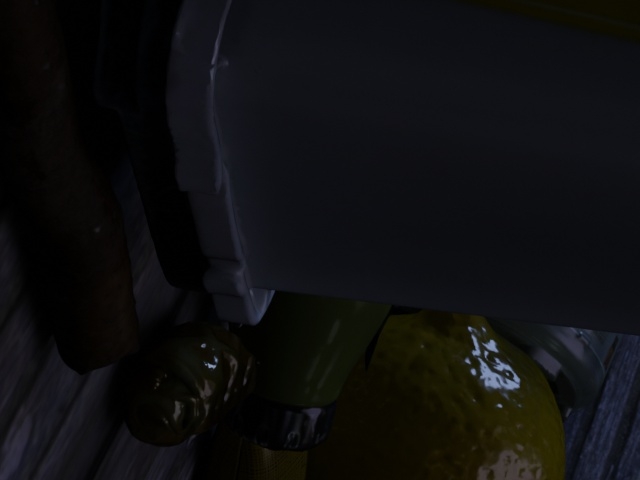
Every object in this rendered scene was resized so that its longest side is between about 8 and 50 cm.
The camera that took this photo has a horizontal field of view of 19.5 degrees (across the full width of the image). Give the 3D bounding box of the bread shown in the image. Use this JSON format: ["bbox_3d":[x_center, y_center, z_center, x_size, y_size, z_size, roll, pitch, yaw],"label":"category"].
[{"bbox_3d":[-0.075,0.078,1.053,0.066,0.060,0.110,-45,176,20],"label":"bread"}]

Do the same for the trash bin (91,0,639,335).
[{"bbox_3d":[0.106,-0.074,0.856,0.296,0.367,0.256,85,19,-61],"label":"trash bin"}]

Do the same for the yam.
[{"bbox_3d":[-0.110,-0.037,0.763,0.327,0.045,0.045,87,2,-58],"label":"yam"}]

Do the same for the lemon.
[{"bbox_3d":[0.073,0.167,1.414,0.253,0.228,0.228,-61,175,30],"label":"lemon"}]

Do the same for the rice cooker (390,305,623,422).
[{"bbox_3d":[0.164,0.013,1.590,0.280,0.241,0.227,40,66,-32],"label":"rice cooker"}]

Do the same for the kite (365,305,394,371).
[{"bbox_3d":[0.047,-0.037,1.282,0.285,0.015,0.152,-98,-157,-63],"label":"kite"}]

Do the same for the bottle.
[{"bbox_3d":[0.000,0.000,1.134,0.112,0.112,0.260,-36,142,-70],"label":"bottle"}]

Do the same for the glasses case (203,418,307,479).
[{"bbox_3d":[-0.052,0.196,1.300,0.079,0.064,0.234,-50,155,-52],"label":"glasses case"}]
